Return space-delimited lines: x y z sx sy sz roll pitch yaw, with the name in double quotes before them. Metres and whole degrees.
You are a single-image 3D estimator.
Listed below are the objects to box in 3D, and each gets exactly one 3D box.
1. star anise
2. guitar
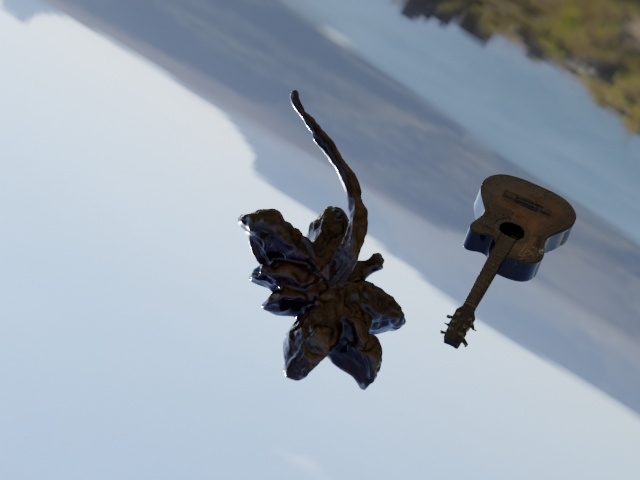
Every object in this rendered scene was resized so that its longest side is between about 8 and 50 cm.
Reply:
"star anise" 0.000 0.000 0.961 0.070 0.097 0.191 -45 61 59
"guitar" 0.147 0.019 1.297 0.088 0.025 0.233 25 -139 10
